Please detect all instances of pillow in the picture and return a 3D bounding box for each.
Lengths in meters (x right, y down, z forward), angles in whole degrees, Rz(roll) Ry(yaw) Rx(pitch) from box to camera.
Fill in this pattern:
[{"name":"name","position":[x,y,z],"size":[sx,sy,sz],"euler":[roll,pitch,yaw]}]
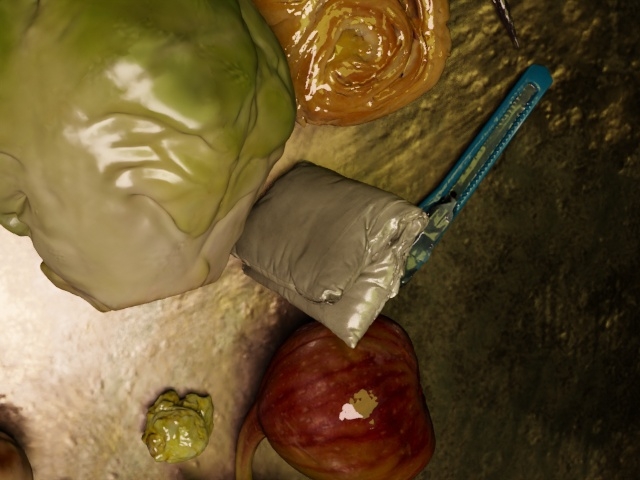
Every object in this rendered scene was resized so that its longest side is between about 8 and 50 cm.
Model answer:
[{"name":"pillow","position":[0.000,0.000,0.860],"size":[0.134,0.181,0.078],"euler":[-53,134,-9]}]

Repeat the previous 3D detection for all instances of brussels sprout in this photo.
[{"name":"brussels sprout","position":[-0.157,-0.102,0.757],"size":[0.274,0.242,0.316],"euler":[-38,103,-3]}]

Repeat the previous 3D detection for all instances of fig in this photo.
[{"name":"fig","position":[-0.002,0.158,0.887],"size":[0.207,0.175,0.175],"euler":[-10,99,12]}]

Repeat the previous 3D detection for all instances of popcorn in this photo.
[{"name":"popcorn","position":[-0.130,0.179,0.892],"size":[0.083,0.068,0.059],"euler":[-26,133,-50]}]

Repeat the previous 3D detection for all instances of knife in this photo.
[{"name":"knife","position":[0.145,-0.065,0.968],"size":[0.044,0.026,0.296],"euler":[37,85,-5]}]

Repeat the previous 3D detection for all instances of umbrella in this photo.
[{"name":"umbrella","position":[0.181,-0.254,0.968],"size":[0.022,0.013,0.122],"euler":[-27,102,-35]}]

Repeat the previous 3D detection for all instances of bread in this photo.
[{"name":"bread","position":[0.016,-0.225,0.864],"size":[0.198,0.120,0.236],"euler":[-21,102,-13]}]

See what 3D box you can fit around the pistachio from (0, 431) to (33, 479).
[{"name":"pistachio","position":[-0.326,0.247,0.801],"size":[0.129,0.131,0.206],"euler":[25,86,24]}]
